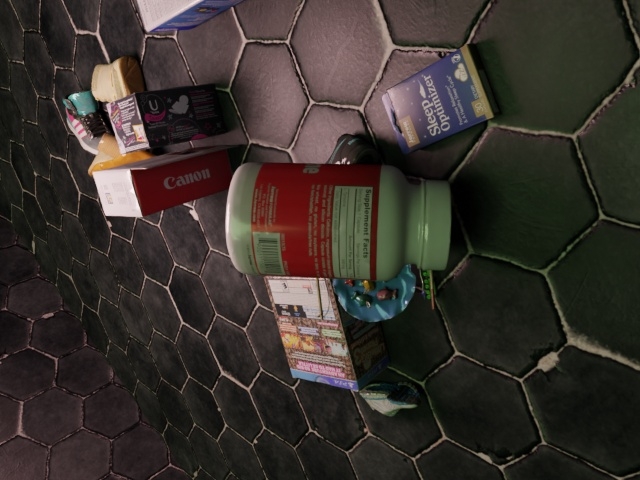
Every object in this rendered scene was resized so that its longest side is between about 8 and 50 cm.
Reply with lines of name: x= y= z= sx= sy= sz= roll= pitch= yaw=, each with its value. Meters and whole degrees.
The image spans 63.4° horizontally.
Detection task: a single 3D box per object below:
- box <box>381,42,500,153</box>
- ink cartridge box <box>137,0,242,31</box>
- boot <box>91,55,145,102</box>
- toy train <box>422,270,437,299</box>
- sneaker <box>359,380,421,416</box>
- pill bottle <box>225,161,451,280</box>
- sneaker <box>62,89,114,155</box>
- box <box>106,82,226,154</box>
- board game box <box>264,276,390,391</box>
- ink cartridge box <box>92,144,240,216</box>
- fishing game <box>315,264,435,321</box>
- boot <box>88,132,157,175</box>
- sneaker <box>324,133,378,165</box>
box: x=0.214 y=-0.258 z=0.990 sx=0.225 sy=0.036 sz=0.136 roll=-18 pitch=96 yaw=47
ink cartridge box: x=-0.327 y=-0.668 z=1.224 sx=0.395 sy=0.151 sz=0.270 roll=-1 pitch=107 yaw=42
boot: x=-0.645 y=-0.444 z=1.666 sx=0.203 sy=0.095 sz=0.262 roll=8 pitch=112 yaw=40
toy train: x=0.241 y=0.091 z=1.138 sx=0.024 sy=0.017 sz=0.083 roll=-4 pitch=106 yaw=33
sneaker: x=0.186 y=0.406 z=1.307 sx=0.191 sy=0.071 sz=0.083 roll=-12 pitch=107 yaw=54
pill bottle: x=0.040 y=-0.036 z=1.017 sx=0.408 sy=0.229 sz=0.229 roll=2 pitch=114 yaw=8
sneaker: x=-0.800 y=-0.429 z=1.808 sx=0.295 sy=0.124 sz=0.178 roll=41 pitch=141 yaw=24
box: x=-0.410 y=-0.328 z=1.388 sx=0.163 sy=0.247 sz=0.142 roll=1 pitch=107 yaw=43
board game box: x=0.017 y=0.201 z=1.308 sx=0.232 sy=0.141 sz=0.291 roll=-2 pitch=107 yaw=44
ink cartridge box: x=-0.399 y=-0.166 z=1.408 sx=0.272 sy=0.309 sz=0.130 roll=4 pitch=112 yaw=43
fishing game: x=0.115 y=0.083 z=1.121 sx=0.264 sy=0.041 sz=0.189 roll=-3 pitch=88 yaw=9
boot: x=-0.636 y=-0.235 z=1.709 sx=0.211 sy=0.104 sz=0.295 roll=28 pitch=154 yaw=-21
sneaker: x=0.051 y=-0.116 z=1.182 sx=0.106 sy=0.101 sz=0.267 roll=49 pitch=131 yaw=37
